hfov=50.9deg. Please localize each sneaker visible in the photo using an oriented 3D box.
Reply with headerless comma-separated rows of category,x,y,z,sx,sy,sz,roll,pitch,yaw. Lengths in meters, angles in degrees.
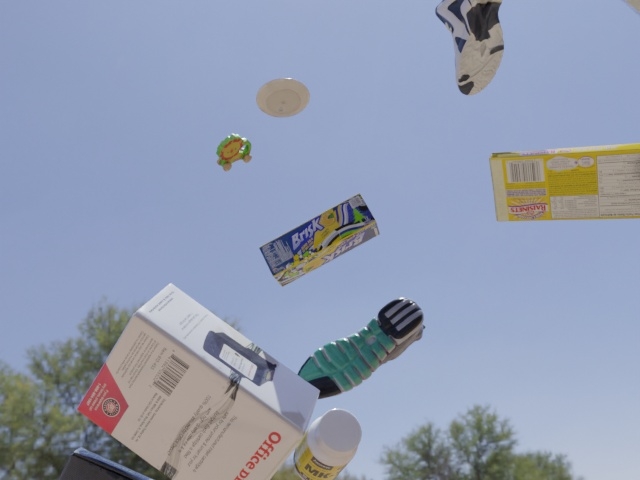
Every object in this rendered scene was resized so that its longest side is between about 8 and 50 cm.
sneaker,0.288,-0.416,1.333,0.094,0.153,0.235,-10,-65,-8
sneaker,0.071,0.184,1.041,0.223,0.083,0.098,-33,-34,-1

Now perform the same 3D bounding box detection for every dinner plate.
dinner plate,-0.097,-0.366,1.756,0.141,0.017,0.141,-4,-32,-2

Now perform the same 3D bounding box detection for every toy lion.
toy lion,-0.206,-0.217,1.611,0.100,0.034,0.096,-28,-27,-34

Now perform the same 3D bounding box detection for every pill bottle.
pill bottle,0.016,0.469,1.530,0.119,0.119,0.208,1,-36,-17

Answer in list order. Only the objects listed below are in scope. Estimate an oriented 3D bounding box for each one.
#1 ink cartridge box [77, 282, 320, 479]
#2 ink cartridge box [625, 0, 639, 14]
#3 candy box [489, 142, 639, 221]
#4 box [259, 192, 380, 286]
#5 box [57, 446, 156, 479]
ink cartridge box,-0.146,0.197,0.824,0.237,0.100,0.172,36,-67,1
ink cartridge box,0.552,-0.389,1.076,0.208,0.153,0.087,27,-59,-22
candy box,0.344,-0.078,0.934,0.206,0.027,0.105,0,-57,25
box,0.000,0.000,0.987,0.169,0.054,0.059,-28,-22,0
box,-0.360,0.476,1.072,0.183,0.233,0.059,26,-11,-2
